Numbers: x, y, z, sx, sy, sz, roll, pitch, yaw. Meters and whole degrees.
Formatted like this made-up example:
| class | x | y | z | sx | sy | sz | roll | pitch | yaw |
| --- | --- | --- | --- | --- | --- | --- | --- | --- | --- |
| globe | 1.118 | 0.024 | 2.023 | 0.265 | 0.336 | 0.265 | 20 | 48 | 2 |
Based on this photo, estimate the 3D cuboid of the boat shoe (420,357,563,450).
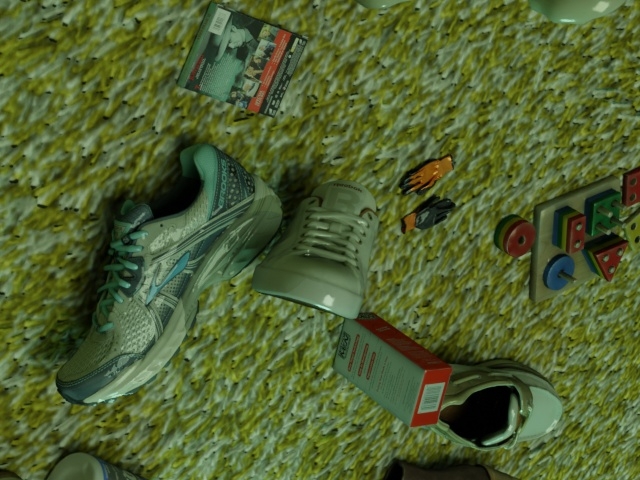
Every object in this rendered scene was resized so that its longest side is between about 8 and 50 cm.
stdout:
| class | x | y | z | sx | sy | sz | roll | pitch | yaw |
| --- | --- | --- | --- | --- | --- | --- | --- | --- | --- |
| boat shoe | 0.197 | 0.204 | 1.851 | 0.302 | 0.103 | 0.113 | 11 | 106 | -42 |

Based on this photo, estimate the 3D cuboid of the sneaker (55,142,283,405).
| class | x | y | z | sx | sy | sz | roll | pitch | yaw |
| --- | --- | --- | --- | --- | --- | --- | --- | --- | --- |
| sneaker | -0.168 | 0.026 | 1.471 | 0.283 | 0.110 | 0.122 | -52 | 123 | -14 |

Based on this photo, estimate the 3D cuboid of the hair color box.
| class | x | y | z | sx | sy | sz | roll | pitch | yaw |
| --- | --- | --- | --- | --- | --- | --- | --- | --- | --- |
| hair color box | 0.077 | 0.139 | 1.690 | 0.043 | 0.141 | 0.072 | -2 | 115 | -39 |

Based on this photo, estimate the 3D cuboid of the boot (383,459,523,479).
| class | x | y | z | sx | sy | sz | roll | pitch | yaw |
| --- | --- | --- | --- | --- | --- | --- | --- | --- | --- |
| boot | 0.135 | 0.385 | 1.937 | 0.207 | 0.090 | 0.248 | 10 | 108 | -30 |

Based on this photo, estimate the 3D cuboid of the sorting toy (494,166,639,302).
| class | x | y | z | sx | sy | sz | roll | pitch | yaw |
| --- | --- | --- | --- | --- | --- | --- | --- | --- | --- |
| sorting toy | 0.327 | 0.002 | 1.887 | 0.274 | 0.046 | 0.132 | -21 | 125 | -30 |

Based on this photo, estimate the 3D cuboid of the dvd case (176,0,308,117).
| class | x | y | z | sx | sy | sz | roll | pitch | yaw |
| --- | --- | --- | --- | --- | --- | --- | --- | --- | --- |
| dvd case | -0.073 | -0.171 | 1.484 | 0.119 | 0.013 | 0.087 | 13 | 104 | -44 |

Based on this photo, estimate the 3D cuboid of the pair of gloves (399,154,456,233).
| class | x | y | z | sx | sy | sz | roll | pitch | yaw |
| --- | --- | --- | --- | --- | --- | --- | --- | --- | --- |
| pair of gloves | 0.119 | -0.049 | 1.712 | 0.074 | 0.010 | 0.083 | -24 | 128 | -28 |

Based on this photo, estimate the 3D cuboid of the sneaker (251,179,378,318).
| class | x | y | z | sx | sy | sz | roll | pitch | yaw |
| --- | --- | --- | --- | --- | --- | --- | --- | --- | --- |
| sneaker | 0.000 | 0.000 | 1.500 | 0.106 | 0.290 | 0.123 | 17 | 96 | -2 |

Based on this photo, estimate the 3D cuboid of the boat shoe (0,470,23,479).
| class | x | y | z | sx | sy | sz | roll | pitch | yaw |
| --- | --- | --- | --- | --- | --- | --- | --- | --- | --- |
| boat shoe | -0.289 | 0.372 | 1.548 | 0.109 | 0.098 | 0.302 | -23 | 126 | -28 |

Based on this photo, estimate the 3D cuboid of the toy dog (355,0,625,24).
| class | x | y | z | sx | sy | sz | roll | pitch | yaw |
| --- | --- | --- | --- | --- | --- | --- | --- | --- | --- |
| toy dog | 0.164 | -0.445 | 1.349 | 0.395 | 0.284 | 0.408 | -46 | 136 | -28 |

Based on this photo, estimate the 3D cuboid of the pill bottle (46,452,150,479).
| class | x | y | z | sx | sy | sz | roll | pitch | yaw |
| --- | --- | --- | --- | --- | --- | --- | --- | --- | --- |
| pill bottle | -0.207 | 0.270 | 1.574 | 0.137 | 0.078 | 0.078 | 34 | 90 | -45 |
